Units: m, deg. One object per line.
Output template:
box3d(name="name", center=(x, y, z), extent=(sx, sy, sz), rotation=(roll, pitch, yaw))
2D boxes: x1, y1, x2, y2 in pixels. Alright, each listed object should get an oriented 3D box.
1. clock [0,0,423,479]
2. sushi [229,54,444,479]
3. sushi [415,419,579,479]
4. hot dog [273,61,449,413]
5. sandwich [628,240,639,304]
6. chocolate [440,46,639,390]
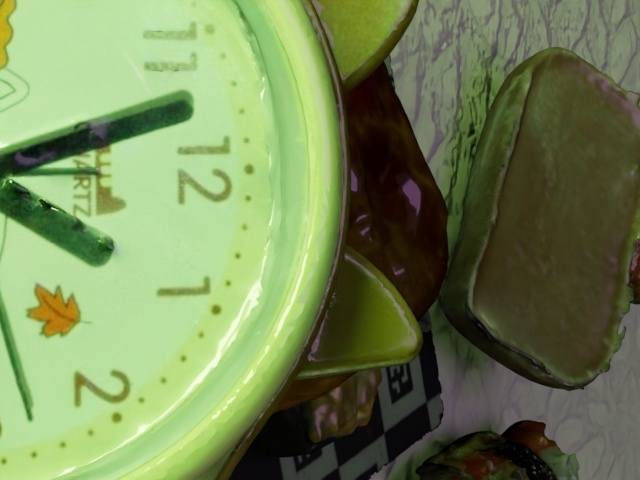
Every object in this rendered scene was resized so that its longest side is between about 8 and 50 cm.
box3d(name="clock", center=(-0.131, -0.022, 0.578), extent=(0.348, 0.117, 0.286), rotation=(-1, 92, -20))
box3d(name="sushi", center=(0.000, 0.000, 0.994), extent=(0.343, 0.064, 0.359), rotation=(-27, 110, -55))
box3d(name="sushi", center=(0.124, 0.192, 1.152), extent=(0.226, 0.103, 0.097), rotation=(-10, 114, -56))
box3d(name="hot dog", center=(-0.089, -0.104, 0.753), extent=(0.267, 0.174, 0.388), rotation=(-39, 108, -49))
box3d(name="sandwich", center=(0.257, -0.040, 1.379), extent=(0.160, 0.109, 0.185), rotation=(20, 73, -35))
box3d(name="chocolate", center=(0.162, -0.014, 1.233), extent=(0.161, 0.083, 0.261), rotation=(35, 60, -29))
